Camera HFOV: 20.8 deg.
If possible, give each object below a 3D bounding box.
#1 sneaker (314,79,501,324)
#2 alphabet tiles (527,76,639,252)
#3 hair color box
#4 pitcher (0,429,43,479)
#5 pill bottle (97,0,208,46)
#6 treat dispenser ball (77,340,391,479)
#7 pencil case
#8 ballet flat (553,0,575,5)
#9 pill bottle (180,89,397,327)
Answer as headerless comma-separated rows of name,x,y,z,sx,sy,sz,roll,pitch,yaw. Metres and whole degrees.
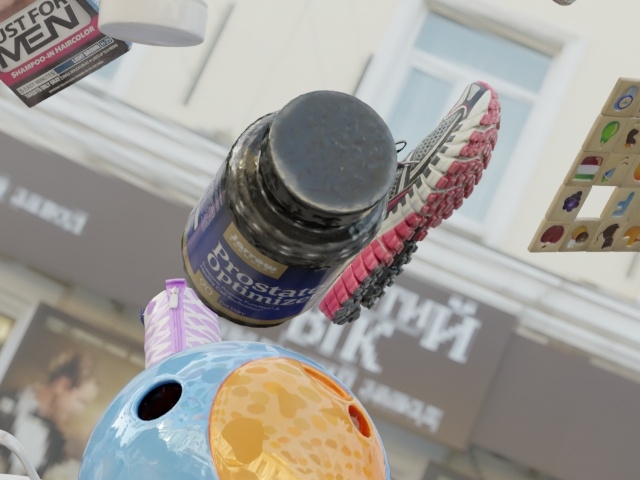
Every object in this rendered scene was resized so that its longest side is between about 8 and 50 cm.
sneaker,0.077,-0.054,1.835,0.112,0.299,0.121,43,3,17
alphabet tiles,0.328,-0.069,1.709,0.237,0.198,0.009,0,36,-40
hair color box,-0.399,-0.337,2.130,0.174,0.105,0.347,-27,-53,21
pitcher,-0.346,0.306,1.976,0.207,0.125,0.178,31,-59,-23
pill bottle,-0.146,-0.312,1.630,0.136,0.246,0.136,5,-5,0
treat dispenser ball,-0.077,0.235,1.582,0.288,0.288,0.288,23,-14,6
pencil case,-0.142,0.121,1.813,0.086,0.088,0.206,-1,27,-8
ballet flat,0.178,-0.307,1.530,0.106,0.316,0.107,-21,-48,30
pill bottle,-0.022,-0.024,1.279,0.123,0.123,0.219,26,-26,-7
